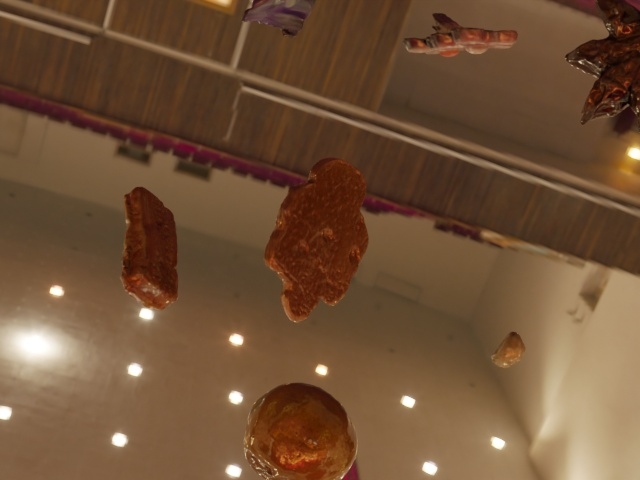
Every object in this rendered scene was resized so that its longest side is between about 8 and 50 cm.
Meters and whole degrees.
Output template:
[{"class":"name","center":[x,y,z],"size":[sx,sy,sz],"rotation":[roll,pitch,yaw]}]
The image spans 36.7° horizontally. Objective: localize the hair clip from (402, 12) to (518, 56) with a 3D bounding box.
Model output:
[{"class":"hair clip","center":[0.240,-0.348,1.653],"size":[0.146,0.075,0.257],"rotation":[3,-166,-20]}]

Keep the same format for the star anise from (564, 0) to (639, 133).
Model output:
[{"class":"star anise","center":[0.578,-0.317,1.655],"size":[0.315,0.315,0.108],"rotation":[35,-171,38]}]

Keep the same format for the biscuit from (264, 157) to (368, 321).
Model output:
[{"class":"biscuit","center":[-0.003,-0.001,2.118],"size":[0.051,0.375,0.269],"rotation":[6,161,46]}]

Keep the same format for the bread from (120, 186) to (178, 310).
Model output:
[{"class":"bread","center":[-0.358,0.013,1.988],"size":[0.139,0.077,0.270],"rotation":[44,-154,-44]}]

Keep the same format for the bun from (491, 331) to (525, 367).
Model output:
[{"class":"bun","center":[0.418,0.246,2.122],"size":[0.055,0.086,0.086],"rotation":[39,-159,7]}]

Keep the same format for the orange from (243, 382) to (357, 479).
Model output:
[{"class":"orange","center":[-0.052,0.476,2.296],"size":[0.279,0.279,0.235],"rotation":[27,-132,21]}]

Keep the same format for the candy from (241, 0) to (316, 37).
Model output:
[{"class":"candy","center":[-0.029,-0.434,1.439],"size":[0.070,0.275,0.145],"rotation":[35,-156,24]}]
